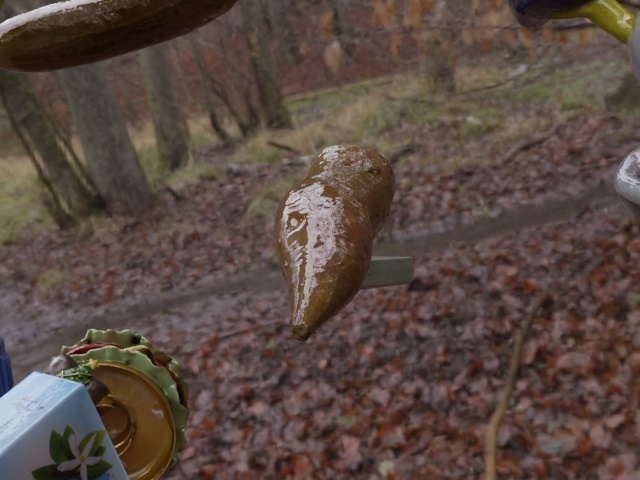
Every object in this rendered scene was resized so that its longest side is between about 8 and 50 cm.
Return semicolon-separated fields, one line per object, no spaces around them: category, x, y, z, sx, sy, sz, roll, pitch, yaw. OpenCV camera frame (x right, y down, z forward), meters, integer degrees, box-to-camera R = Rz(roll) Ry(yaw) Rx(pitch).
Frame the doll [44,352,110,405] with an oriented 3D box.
doll;-0.302;0.178;0.970;0.113;0.078;0.077;-51;-5;-18

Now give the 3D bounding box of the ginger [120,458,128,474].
ginger;-0.289;0.395;1.060;0.218;0.123;0.270;-19;50;-41

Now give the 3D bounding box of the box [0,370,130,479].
box;-0.259;0.261;0.797;0.083;0.232;0.142;3;32;37

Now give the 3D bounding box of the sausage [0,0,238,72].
sausage;-0.372;-0.405;1.526;0.500;0.123;0.136;-17;-21;5

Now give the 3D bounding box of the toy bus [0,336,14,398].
toy bus;-0.530;0.262;1.313;0.094;0.237;0.079;-7;2;-17

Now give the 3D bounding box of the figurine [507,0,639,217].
figurine;0.296;-0.075;0.547;0.154;0.421;0.193;-33;-9;-14

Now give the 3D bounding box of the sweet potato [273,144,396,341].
sweet potato;0.002;-0.002;0.977;0.131;0.131;0.337;-9;26;21

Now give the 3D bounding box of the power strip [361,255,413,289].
power strip;0.046;0.054;1.350;0.093;0.053;0.288;1;1;35

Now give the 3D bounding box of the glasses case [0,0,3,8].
glasses case;-0.553;-0.320;0.944;0.371;0.173;0.141;18;-17;-2

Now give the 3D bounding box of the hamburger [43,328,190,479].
hamburger;-0.360;0.290;1.436;0.274;0.274;0.212;-14;11;-3
